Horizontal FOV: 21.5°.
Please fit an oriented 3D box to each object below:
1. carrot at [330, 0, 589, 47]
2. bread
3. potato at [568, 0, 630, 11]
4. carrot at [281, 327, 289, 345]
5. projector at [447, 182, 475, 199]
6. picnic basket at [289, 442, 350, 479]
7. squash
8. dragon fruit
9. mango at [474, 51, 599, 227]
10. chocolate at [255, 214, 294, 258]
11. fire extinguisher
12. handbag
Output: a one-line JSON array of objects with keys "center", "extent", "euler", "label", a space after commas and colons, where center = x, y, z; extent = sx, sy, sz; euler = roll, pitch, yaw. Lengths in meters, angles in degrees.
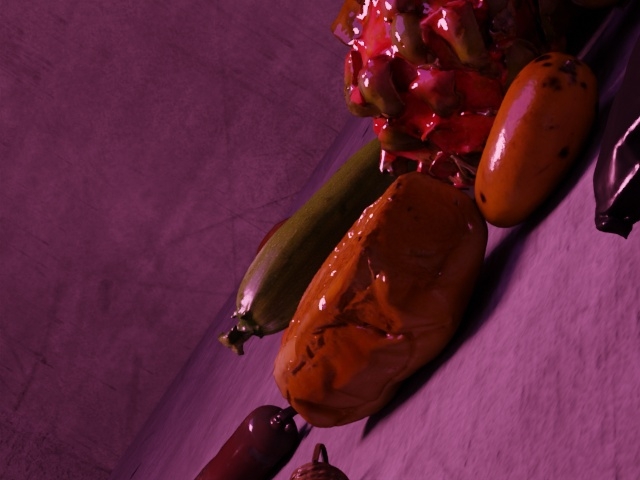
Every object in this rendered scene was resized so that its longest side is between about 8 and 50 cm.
[{"center": [0.204, -0.314, 1.944], "extent": [0.341, 0.241, 0.241], "euler": [-50, 10, 30], "label": "carrot"}, {"center": [0.056, 0.070, 1.714], "extent": [0.294, 0.132, 0.167], "euler": [123, 167, -51], "label": "bread"}, {"center": [0.332, -0.371, 1.686], "extent": [0.173, 0.140, 0.300], "euler": [-69, 5, -63], "label": "potato"}, {"center": [0.014, 0.083, 2.367], "extent": [0.069, 0.069, 0.336], "euler": [-53, 4, 42], "label": "carrot"}, {"center": [0.083, 0.022, 2.001], "extent": [0.257, 0.079, 0.259], "euler": [-59, 5, -5], "label": "projector"}, {"center": [0.002, 0.238, 1.639], "extent": [0.072, 0.072, 0.083], "euler": [-55, 12, 28], "label": "picnic basket"}, {"center": [0.000, 0.000, 2.123], "extent": [0.379, 0.101, 0.101], "euler": [-50, 2, -24], "label": "squash"}, {"center": [0.141, -0.204, 1.749], "extent": [0.237, 0.231, 0.303], "euler": [-1, -88, -78], "label": "dragon fruit"}, {"center": [0.201, -0.092, 1.595], "extent": [0.178, 0.090, 0.115], "euler": [-61, -6, 10], "label": "mango"}, {"center": [-0.014, 0.042, 2.233], "extent": [0.177, 0.176, 0.177], "euler": [-57, 6, 10], "label": "chocolate"}, {"center": [-0.082, 0.271, 2.175], "extent": [0.089, 0.072, 0.268], "euler": [-17, -23, -37], "label": "fire extinguisher"}, {"center": [0.287, -0.151, 1.260], "extent": [0.192, 0.075, 0.332], "euler": [-52, 10, 46], "label": "handbag"}]
